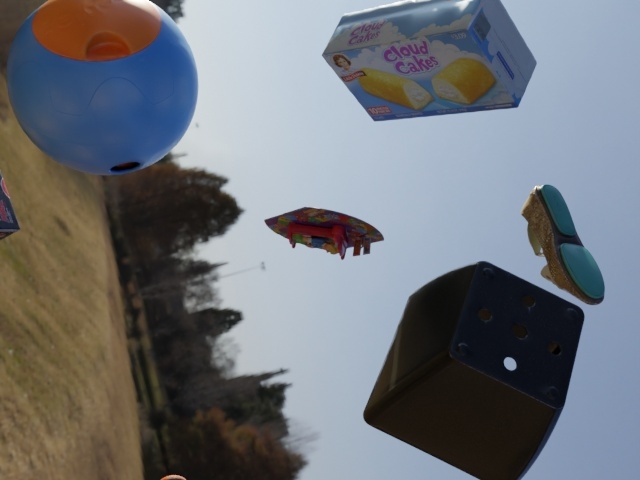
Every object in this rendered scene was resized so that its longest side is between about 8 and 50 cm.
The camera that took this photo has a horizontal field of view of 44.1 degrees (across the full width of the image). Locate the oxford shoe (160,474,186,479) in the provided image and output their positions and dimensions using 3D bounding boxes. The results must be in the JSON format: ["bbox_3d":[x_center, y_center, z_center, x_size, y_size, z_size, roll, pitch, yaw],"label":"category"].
[{"bbox_3d":[-0.247,0.502,1.212,0.098,0.097,0.271,9,-98,55],"label":"oxford shoe"}]

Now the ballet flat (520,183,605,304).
[{"bbox_3d":[0.330,0.016,1.094,0.067,0.073,0.206,-54,-147,42],"label":"ballet flat"}]

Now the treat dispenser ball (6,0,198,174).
[{"bbox_3d":[-0.336,-0.245,1.232,0.288,0.288,0.288,164,-90,-77],"label":"treat dispenser ball"}]

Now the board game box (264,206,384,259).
[{"bbox_3d":[0.000,0.000,1.086,0.169,0.133,0.033,-14,-121,52],"label":"board game box"}]

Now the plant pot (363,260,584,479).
[{"bbox_3d":[0.183,0.133,0.864,0.187,0.188,0.167,-63,180,-33],"label":"plant pot"}]

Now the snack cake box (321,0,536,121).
[{"bbox_3d":[0.150,-0.259,1.126,0.264,0.089,0.152,3,-31,46],"label":"snack cake box"}]

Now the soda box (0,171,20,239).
[{"bbox_3d":[-0.595,-0.085,1.401,0.169,0.053,0.060,69,20,7],"label":"soda box"}]
